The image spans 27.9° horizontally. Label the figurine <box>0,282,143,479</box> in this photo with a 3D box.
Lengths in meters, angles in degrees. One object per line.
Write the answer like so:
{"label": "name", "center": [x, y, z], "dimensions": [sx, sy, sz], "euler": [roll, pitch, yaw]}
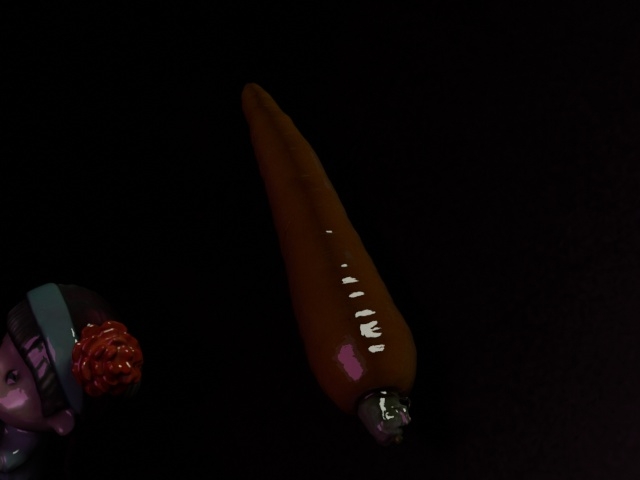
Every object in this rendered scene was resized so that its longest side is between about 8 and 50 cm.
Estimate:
{"label": "figurine", "center": [-0.216, 0.150, 0.974], "dimensions": [0.138, 0.110, 0.246], "euler": [39, 106, 39]}

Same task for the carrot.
{"label": "carrot", "center": [0.000, 0.000, 0.876], "dimensions": [0.069, 0.069, 0.336], "euler": [-40, 47, 23]}
